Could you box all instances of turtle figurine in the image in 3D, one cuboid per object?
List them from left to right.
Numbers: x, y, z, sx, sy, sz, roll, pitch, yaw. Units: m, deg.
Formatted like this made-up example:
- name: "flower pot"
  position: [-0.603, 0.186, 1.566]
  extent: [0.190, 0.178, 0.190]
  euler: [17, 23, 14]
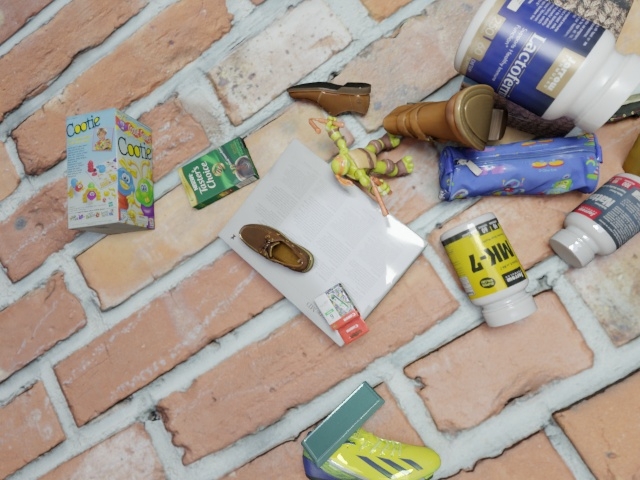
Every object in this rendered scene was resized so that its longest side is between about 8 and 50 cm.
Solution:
- name: "turtle figurine"
  position: [0.099, -0.157, 0.856]
  extent: [0.269, 0.218, 0.087]
  euler: [53, 137, 21]

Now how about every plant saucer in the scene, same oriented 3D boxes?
- name: "plant saucer"
  position: [0.046, 0.383, 0.865]
  extent: [0.192, 0.018, 0.067]
  euler: [-40, 47, -13]

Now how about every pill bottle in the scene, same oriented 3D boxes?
- name: "pill bottle"
  position: [0.340, 0.059, 0.825]
  extent: [0.119, 0.119, 0.208]
  euler: [-26, 80, 9]
- name: "pill bottle"
  position: [0.377, -0.300, 0.685]
  extent: [0.265, 0.153, 0.153]
  euler: [35, 93, 13]
- name: "pill bottle"
  position: [0.547, -0.034, 0.793]
  extent: [0.180, 0.108, 0.108]
  euler: [-42, 78, 5]

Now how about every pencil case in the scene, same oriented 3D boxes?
- name: "pencil case"
  position: [0.393, -0.145, 0.825]
  extent: [0.307, 0.133, 0.119]
  euler: [-3, 81, 11]

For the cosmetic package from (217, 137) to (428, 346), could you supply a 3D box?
- name: "cosmetic package"
  position: [0.000, 0.000, 0.915]
  extent: [0.377, 0.097, 0.284]
  euler: [41, 93, 13]

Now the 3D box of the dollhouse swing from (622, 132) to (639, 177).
- name: "dollhouse swing"
  position: [0.792, -0.147, 0.670]
  extent: [0.347, 0.315, 0.304]
  euler: [-27, 60, 8]

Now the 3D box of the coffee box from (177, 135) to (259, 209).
- name: "coffee box"
  position: [-0.255, -0.165, 1.014]
  extent: [0.184, 0.040, 0.113]
  euler: [-24, 80, 9]

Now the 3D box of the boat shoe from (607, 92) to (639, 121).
- name: "boat shoe"
  position: [0.639, -0.273, 0.831]
  extent: [0.133, 0.049, 0.041]
  euler: [-13, 115, 2]

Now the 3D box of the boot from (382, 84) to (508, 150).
- name: "boot"
  position: [0.220, -0.239, 0.787]
  extent: [0.220, 0.283, 0.108]
  euler: [13, 112, 31]

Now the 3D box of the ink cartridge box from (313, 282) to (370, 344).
- name: "ink cartridge box"
  position: [0.044, 0.151, 0.832]
  extent: [0.063, 0.029, 0.115]
  euler: [-34, 79, 8]

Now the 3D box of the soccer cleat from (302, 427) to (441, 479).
- name: "soccer cleat"
  position: [0.101, 0.446, 0.855]
  extent: [0.290, 0.093, 0.121]
  euler: [-8, 77, 11]

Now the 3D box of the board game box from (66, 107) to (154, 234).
- name: "board game box"
  position: [-0.521, -0.163, 1.021]
  extent: [0.145, 0.142, 0.275]
  euler: [-6, 84, 12]

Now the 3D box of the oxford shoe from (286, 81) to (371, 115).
- name: "oxford shoe"
  position: [0.014, -0.332, 0.961]
  extent: [0.213, 0.076, 0.075]
  euler: [14, 128, 23]

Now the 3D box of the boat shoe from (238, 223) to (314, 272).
- name: "boat shoe"
  position: [-0.098, 0.011, 0.859]
  extent: [0.178, 0.060, 0.064]
  euler: [27, 93, 14]

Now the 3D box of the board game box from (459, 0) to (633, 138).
- name: "board game box"
  position: [0.445, -0.388, 0.831]
  extent: [0.232, 0.141, 0.290]
  euler: [22, 90, 14]
